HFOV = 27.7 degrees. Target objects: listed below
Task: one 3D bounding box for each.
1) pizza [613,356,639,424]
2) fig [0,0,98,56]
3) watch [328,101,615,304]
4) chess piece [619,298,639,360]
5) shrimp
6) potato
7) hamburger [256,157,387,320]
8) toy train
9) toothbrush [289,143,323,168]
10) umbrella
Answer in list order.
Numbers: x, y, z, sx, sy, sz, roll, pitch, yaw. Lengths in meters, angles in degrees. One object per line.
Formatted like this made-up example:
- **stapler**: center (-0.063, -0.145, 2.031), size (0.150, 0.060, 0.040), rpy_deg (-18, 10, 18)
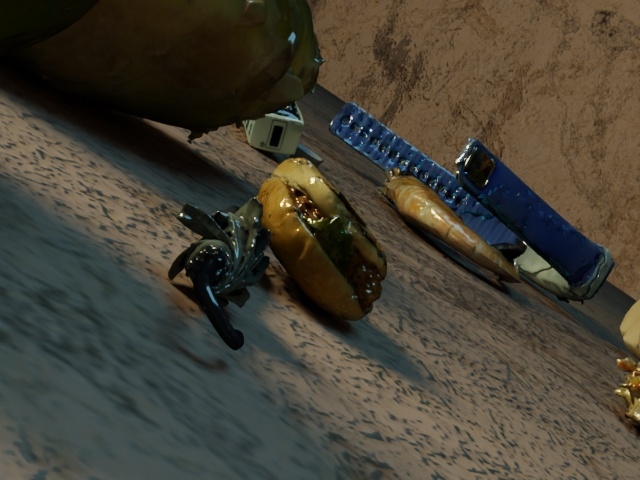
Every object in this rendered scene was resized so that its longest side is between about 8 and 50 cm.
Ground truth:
- **pizza**: center (0.272, 0.123, 0.925), size (0.188, 0.062, 0.199), rpy_deg (36, 9, 35)
- **fig**: center (-0.151, -0.140, 0.380), size (0.230, 0.207, 0.207), rpy_deg (-30, 52, -32)
- **watch**: center (0.168, -0.039, 1.428), size (0.274, 0.068, 0.276), rpy_deg (34, -3, -31)
- **chess piece**: center (0.384, 0.128, 1.193), size (0.117, 0.117, 0.397), rpy_deg (30, 6, -19)
- **shrimp**: center (0.131, -0.017, 1.283), size (0.152, 0.046, 0.219), rpy_deg (30, 7, -23)
- **potato**: center (-0.117, -0.144, 0.724), size (0.296, 0.141, 0.191), rpy_deg (26, -6, -40)
- **hamburger**: center (0.000, 0.000, 0.604), size (0.076, 0.044, 0.083), rpy_deg (51, -3, -14)
- **toy train**: center (-0.051, -0.133, 1.156), size (0.043, 0.047, 0.207), rpy_deg (11, 24, -14)
- **toothbrush**: center (-0.074, -0.117, 1.184), size (0.194, 0.017, 0.014), rpy_deg (36, 20, 22)
- **umbrella**: center (-0.040, -0.005, 0.532), size (0.044, 0.044, 0.269), rpy_deg (60, 2, -10)
